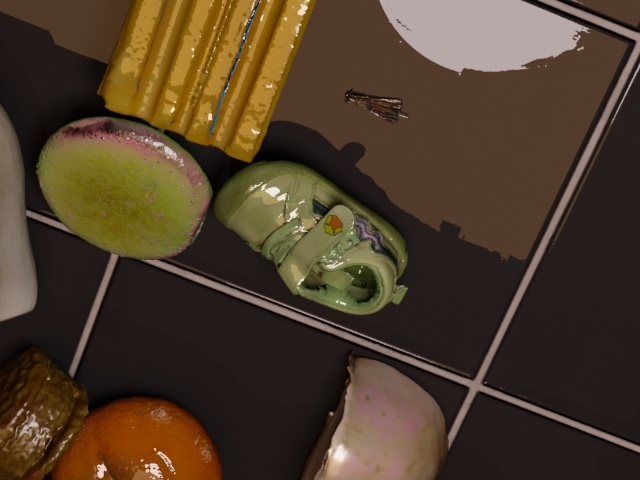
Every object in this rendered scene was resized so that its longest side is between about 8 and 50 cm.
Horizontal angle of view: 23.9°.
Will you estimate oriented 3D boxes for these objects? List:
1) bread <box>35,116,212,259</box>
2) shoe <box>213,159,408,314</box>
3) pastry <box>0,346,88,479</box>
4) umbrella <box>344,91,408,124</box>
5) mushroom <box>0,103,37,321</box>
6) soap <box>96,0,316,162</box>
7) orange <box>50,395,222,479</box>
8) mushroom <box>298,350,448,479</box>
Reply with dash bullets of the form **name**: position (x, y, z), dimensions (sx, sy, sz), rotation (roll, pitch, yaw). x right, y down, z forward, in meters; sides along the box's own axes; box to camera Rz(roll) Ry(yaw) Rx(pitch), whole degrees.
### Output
- **bread**: position (-0.242, -0.058, 1.861), dimensions (0.228, 0.033, 0.228), rotation (8, 133, 9)
- **shoe**: position (0.000, -0.005, 1.842), dimensions (0.262, 0.128, 0.140), rotation (28, 114, -25)
- **pastry**: position (-0.384, 0.233, 1.943), dimensions (0.103, 0.188, 0.189), rotation (40, 108, -20)
- **umbrella**: position (0.069, -0.164, 1.854), dimensions (0.083, 0.020, 0.031), rotation (19, 110, 2)
- **mushroom**: position (-0.448, -0.078, 1.868), dimensions (0.177, 0.126, 0.397), rotation (7, 114, 10)
- **soap**: position (-0.114, -0.277, 1.782), dimensions (0.204, 0.096, 0.324), rotation (22, 110, -5)
- **orange**: position (-0.241, 0.311, 1.971), dimensions (0.224, 0.170, 0.224), rotation (1, 112, 2)
- **mushroom**: position (0.074, 0.300, 1.949), dimensions (0.173, 0.162, 0.236), rotation (20, 112, -2)
